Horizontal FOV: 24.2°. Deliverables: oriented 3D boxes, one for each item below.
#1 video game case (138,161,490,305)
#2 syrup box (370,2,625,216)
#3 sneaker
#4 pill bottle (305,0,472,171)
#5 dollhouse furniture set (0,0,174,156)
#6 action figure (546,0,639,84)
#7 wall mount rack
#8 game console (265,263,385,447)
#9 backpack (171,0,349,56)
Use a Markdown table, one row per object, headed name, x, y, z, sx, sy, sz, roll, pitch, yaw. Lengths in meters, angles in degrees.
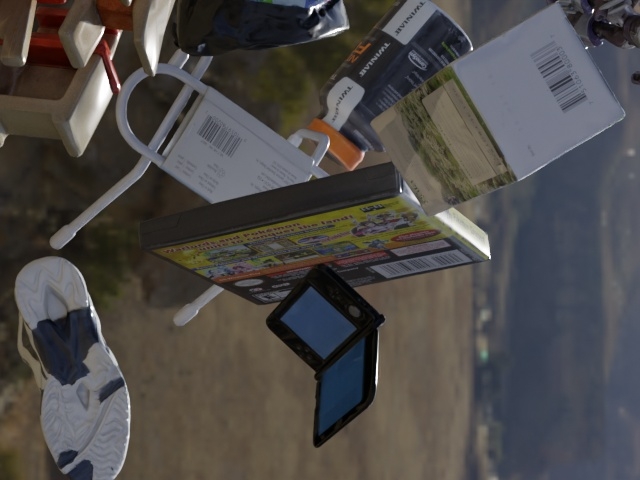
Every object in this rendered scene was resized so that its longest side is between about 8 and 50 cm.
| name | x | y | z | sx | sy | sz | roll | pitch | yaw |
| --- | --- | --- | --- | --- | --- | --- | --- | --- | --- |
| video game case | 0.000 | 0.000 | 1.488 | 0.248 | 0.274 | 0.035 | 31 | 51 | -60 |
| syrup box | 0.123 | -0.090 | 1.109 | 0.093 | 0.096 | 0.237 | 59 | -11 | -1 |
| sneaker | -0.256 | 0.135 | 1.541 | 0.153 | 0.094 | 0.235 | 149 | -81 | -82 |
| pill bottle | 0.086 | -0.212 | 2.056 | 0.246 | 0.130 | 0.130 | -50 | 162 | -4 |
| dollhouse furniture set | -0.228 | -0.189 | 1.093 | 0.259 | 0.262 | 0.135 | 77 | 24 | -58 |
| action figure | 0.437 | -0.301 | 2.131 | 0.285 | 0.099 | 0.185 | 35 | -20 | 55 |
| wall mount rack | -0.153 | -0.060 | 1.848 | 0.350 | 0.130 | 0.304 | 35 | 82 | -29 |
| game console | -0.002 | 0.096 | 1.231 | 0.071 | 0.107 | 0.122 | -47 | 180 | -36 |
| backpack | -0.029 | -0.378 | 1.501 | 0.290 | 0.273 | 0.356 | -44 | 129 | -76 |
